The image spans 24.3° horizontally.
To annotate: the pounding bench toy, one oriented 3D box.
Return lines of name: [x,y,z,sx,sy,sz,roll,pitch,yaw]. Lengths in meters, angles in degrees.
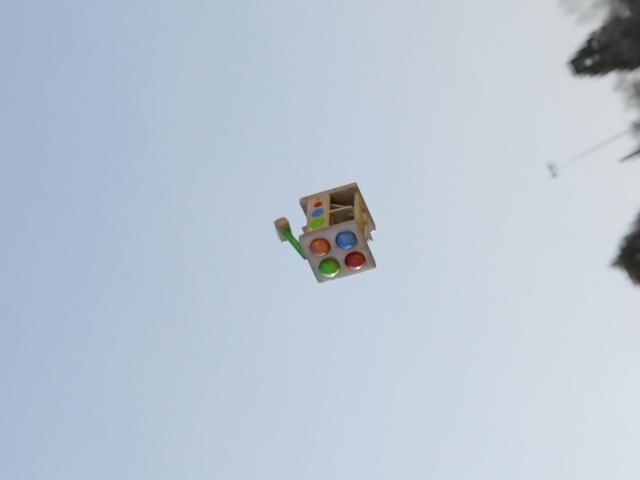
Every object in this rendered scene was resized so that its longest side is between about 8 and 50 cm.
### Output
pounding bench toy: [0.000,0.000,1.252,0.065,0.083,0.052,-87,-23,-52]
